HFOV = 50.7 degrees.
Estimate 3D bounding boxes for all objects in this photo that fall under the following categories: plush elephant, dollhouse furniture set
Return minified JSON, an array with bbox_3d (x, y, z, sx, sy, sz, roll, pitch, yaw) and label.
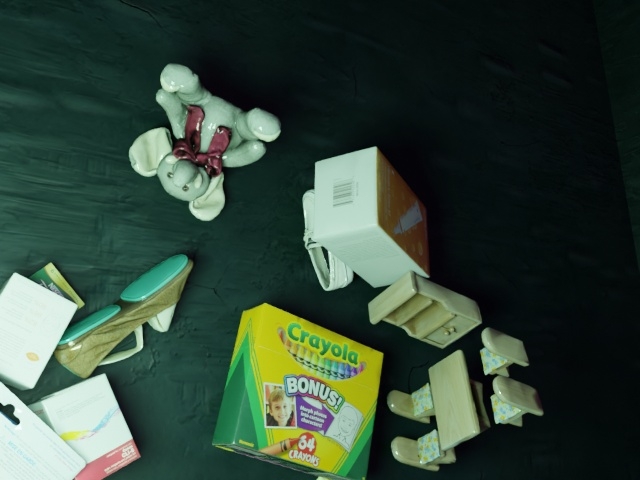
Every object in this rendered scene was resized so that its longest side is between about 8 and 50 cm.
[{"bbox_3d":[-0.278,-0.199,1.517,0.272,0.330,0.255,29,82,-11],"label":"plush elephant"},{"bbox_3d":[0.289,0.310,1.687,0.257,0.362,0.394,24,42,-27],"label":"dollhouse furniture set"}]

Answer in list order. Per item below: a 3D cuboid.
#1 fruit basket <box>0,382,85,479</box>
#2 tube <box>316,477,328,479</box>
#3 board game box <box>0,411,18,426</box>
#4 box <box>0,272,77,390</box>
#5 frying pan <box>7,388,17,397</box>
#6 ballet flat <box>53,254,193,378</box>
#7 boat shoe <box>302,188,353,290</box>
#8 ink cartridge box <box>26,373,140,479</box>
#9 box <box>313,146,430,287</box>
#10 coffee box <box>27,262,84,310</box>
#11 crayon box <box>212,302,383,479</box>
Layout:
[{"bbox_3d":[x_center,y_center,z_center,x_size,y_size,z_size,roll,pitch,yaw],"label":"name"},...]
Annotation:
[{"bbox_3d":[-0.623,0.387,1.079,0.353,0.165,0.327,-48,113,-25],"label":"fruit basket"},{"bbox_3d":[-0.045,0.632,1.526,0.240,0.062,0.070,-30,134,-43],"label":"tube"},{"bbox_3d":[-0.643,0.351,1.190,0.210,0.047,0.160,47,55,-15],"label":"board game box"},{"bbox_3d":[-0.552,0.168,1.234,0.130,0.091,0.170,34,60,-23],"label":"box"},{"bbox_3d":[-0.703,0.218,1.146,0.326,0.053,0.197,-8,68,-25],"label":"frying pan"},{"bbox_3d":[-0.388,0.165,1.406,0.342,0.116,0.124,-40,120,-37],"label":"ballet flat"},{"bbox_3d":[0.000,0.000,1.741,0.088,0.096,0.267,-19,95,-43],"label":"boat shoe"},{"bbox_3d":[-0.449,0.359,1.275,0.127,0.128,0.176,-23,90,-38],"label":"ink cartridge box"},{"bbox_3d":[0.137,-0.047,1.707,0.345,0.168,0.214,39,45,-53],"label":"box"},{"bbox_3d":[-0.569,0.138,1.315,0.184,0.040,0.113,-41,100,-37],"label":"coffee box"},{"bbox_3d":[-0.037,0.357,1.550,0.363,0.106,0.313,27,60,-29],"label":"crayon box"}]
